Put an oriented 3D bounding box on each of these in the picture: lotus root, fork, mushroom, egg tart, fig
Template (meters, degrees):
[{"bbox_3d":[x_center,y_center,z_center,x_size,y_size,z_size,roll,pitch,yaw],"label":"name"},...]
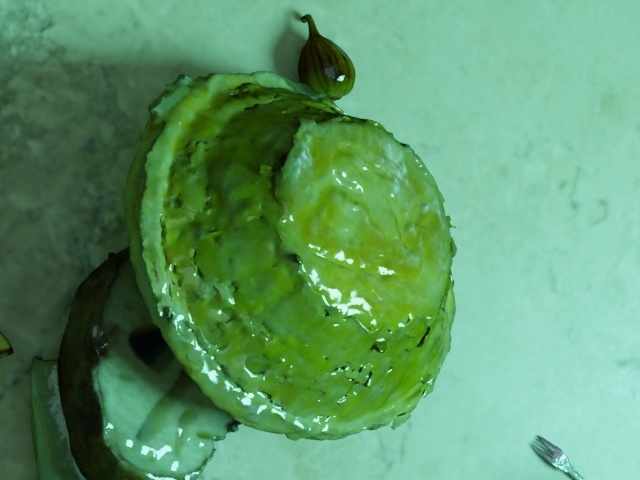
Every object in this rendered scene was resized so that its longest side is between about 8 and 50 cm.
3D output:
[{"bbox_3d":[-0.123,0.084,1.426,0.170,0.074,0.260,30,65,-19],"label":"lotus root"},{"bbox_3d":[0.236,0.217,1.569,0.115,0.012,0.016,43,87,-8],"label":"fork"},{"bbox_3d":[-0.179,0.245,1.446,0.100,0.081,0.312,-8,86,-24],"label":"mushroom"},{"bbox_3d":[0.001,0.000,1.401,0.341,0.132,0.341,19,59,-35],"label":"egg tart"},{"bbox_3d":[-0.001,-0.160,1.516,0.050,0.050,0.083,-16,78,-12],"label":"fig"}]

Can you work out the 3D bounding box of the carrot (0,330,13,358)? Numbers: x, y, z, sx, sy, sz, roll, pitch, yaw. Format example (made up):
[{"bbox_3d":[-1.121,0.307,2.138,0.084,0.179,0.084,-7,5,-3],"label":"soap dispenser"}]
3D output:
[{"bbox_3d":[-0.357,0.037,1.375,0.159,0.159,0.225,-27,92,-12],"label":"carrot"}]
